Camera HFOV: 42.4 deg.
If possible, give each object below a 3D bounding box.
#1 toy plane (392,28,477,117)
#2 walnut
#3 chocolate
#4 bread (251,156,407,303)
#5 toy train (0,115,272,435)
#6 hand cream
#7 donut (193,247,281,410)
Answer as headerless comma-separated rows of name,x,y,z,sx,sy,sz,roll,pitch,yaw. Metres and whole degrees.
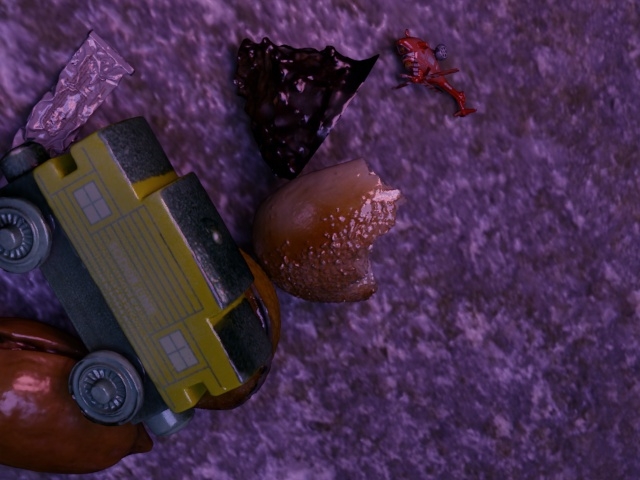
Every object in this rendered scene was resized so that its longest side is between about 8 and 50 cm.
toy plane,0.192,-0.269,1.334,0.194,0.126,0.077,19,69,-23
walnut,-0.387,0.237,1.191,0.336,0.209,0.209,33,91,-26
chocolate,-0.057,-0.215,1.204,0.177,0.206,0.224,34,131,-6
bread,-0.003,-0.001,1.221,0.191,0.314,0.171,-5,69,-14
toy train,-0.247,0.044,1.097,0.272,0.179,0.442,-27,97,18
hand cream,-0.372,-0.174,1.170,0.084,0.050,0.257,40,85,-22
donut,-0.172,0.112,1.240,0.271,0.107,0.272,7,113,18
